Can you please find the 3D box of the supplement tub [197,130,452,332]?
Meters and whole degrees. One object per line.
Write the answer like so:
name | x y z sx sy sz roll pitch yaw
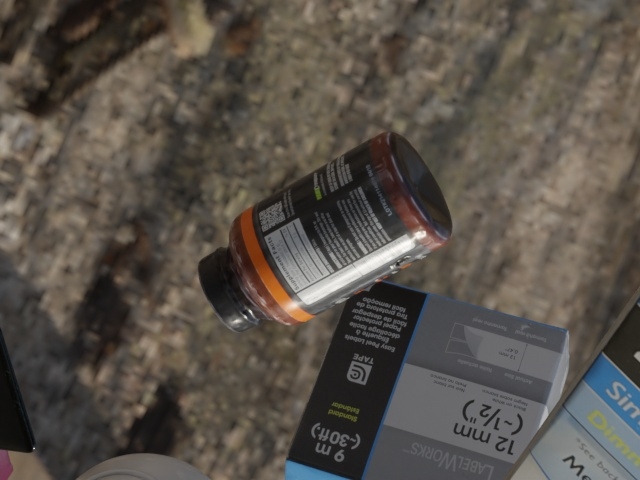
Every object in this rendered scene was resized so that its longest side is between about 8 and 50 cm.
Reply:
supplement tub | 0.000 0.000 1.458 0.198 0.106 0.106 -29 160 17

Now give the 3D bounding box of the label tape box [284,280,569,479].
label tape box | 0.103 0.234 1.952 0.115 0.249 0.348 79 30 -61

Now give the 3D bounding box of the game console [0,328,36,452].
game console | -0.274 0.107 1.499 0.107 0.071 0.122 -86 164 -70

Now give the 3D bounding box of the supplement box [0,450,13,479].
supplement box | -0.412 0.200 1.794 0.104 0.188 0.081 87 23 -43

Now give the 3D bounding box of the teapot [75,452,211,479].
teapot | -0.225 0.349 2.084 0.256 0.252 0.187 -36 151 0

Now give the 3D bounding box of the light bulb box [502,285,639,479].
light bulb box | 0.307 0.107 0.793 0.225 0.358 0.361 -41 164 -32
